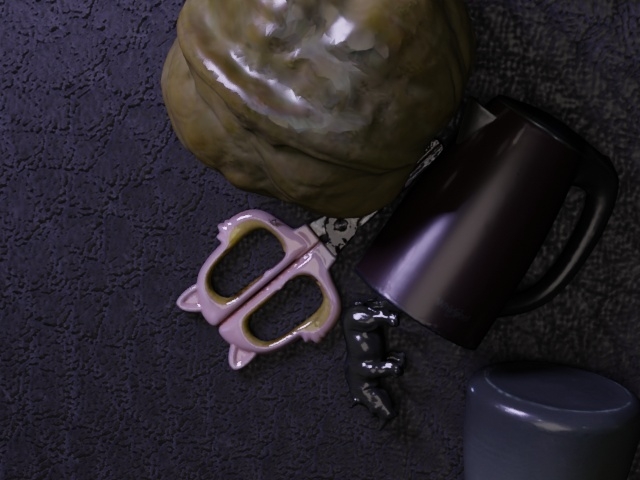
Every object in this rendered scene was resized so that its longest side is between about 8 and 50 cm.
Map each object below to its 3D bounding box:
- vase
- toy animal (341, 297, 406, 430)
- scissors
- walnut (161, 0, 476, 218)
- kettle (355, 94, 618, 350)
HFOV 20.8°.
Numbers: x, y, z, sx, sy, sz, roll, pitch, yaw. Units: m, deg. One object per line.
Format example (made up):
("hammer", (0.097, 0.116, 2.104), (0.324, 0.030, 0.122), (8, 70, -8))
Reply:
("vase", (0.211, 0.293, 1.721), (0.173, 0.173, 0.321), (8, 104, 6))
("toy animal", (0.055, 0.127, 1.771), (0.065, 0.047, 0.135), (-4, 99, 13))
("scissors", (0.000, 0.000, 1.769), (0.317, 0.024, 0.160), (-40, 91, 11))
("walnut", (-0.002, -0.166, 1.632), (0.277, 0.282, 0.253), (33, 62, 8))
("kettle", (0.175, -0.015, 1.693), (0.202, 0.144, 0.232), (31, 98, -18))
